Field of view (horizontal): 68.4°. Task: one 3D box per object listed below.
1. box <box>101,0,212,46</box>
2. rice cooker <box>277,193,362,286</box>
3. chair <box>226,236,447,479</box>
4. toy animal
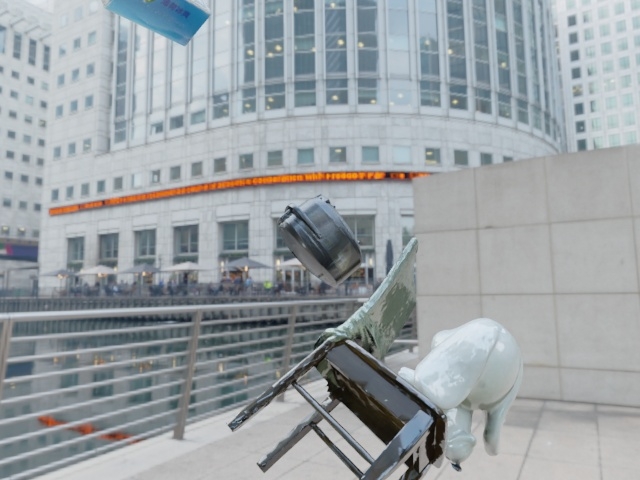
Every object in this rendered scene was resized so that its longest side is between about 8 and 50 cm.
[{"bbox_3d":[-0.257,-0.390,0.665,0.073,0.194,0.139,-36,-19,26],"label":"box"},{"bbox_3d":[0.000,0.000,0.828,0.106,0.165,0.112,-31,-2,-16],"label":"rice cooker"},{"bbox_3d":[0.074,0.168,0.547,0.186,0.319,0.160,33,-28,36],"label":"chair"},{"bbox_3d":[0.252,0.281,0.876,0.249,0.289,0.174,14,1,-32],"label":"toy animal"}]
